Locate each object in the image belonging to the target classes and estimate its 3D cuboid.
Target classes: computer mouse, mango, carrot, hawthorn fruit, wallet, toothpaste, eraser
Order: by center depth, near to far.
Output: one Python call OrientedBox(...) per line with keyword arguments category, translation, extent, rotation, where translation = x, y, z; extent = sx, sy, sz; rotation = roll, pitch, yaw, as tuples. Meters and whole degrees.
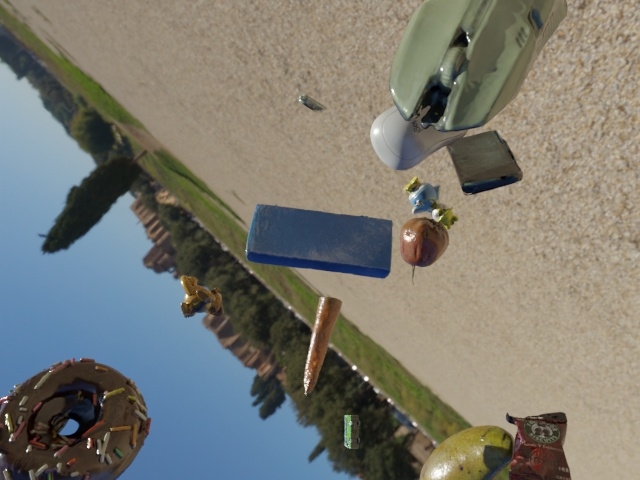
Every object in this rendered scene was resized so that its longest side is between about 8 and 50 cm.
OrientedBox(category="computer mouse", translation=(0.272, -0.373, 0.946), extent=(0.228, 0.429, 0.145), rotation=(25, 163, 22))
OrientedBox(category="eraser", translation=(0.000, 0.000, 1.231), extent=(0.311, 0.144, 0.043), rotation=(7, 143, 1))
OrientedBox(category="carrot", translation=(-0.003, 0.241, 1.278), extent=(0.057, 0.224, 0.057), rotation=(14, 163, 4))
OrientedBox(category="computer mouse", translation=(0.273, -0.315, 1.499), extent=(0.184, 0.296, 0.121), rotation=(60, 171, 2))
OrientedBox(category="mango", translation=(0.404, 0.623, 1.564), extent=(0.175, 0.329, 0.176), rotation=(12, -151, -37))
OrientedBox(category="hawthorn fruit", translation=(0.280, 0.015, 1.612), extent=(0.149, 0.189, 0.149), rotation=(40, -177, -2))
OrientedBox(category="wallet", translation=(0.467, -0.232, 1.623), extent=(0.318, 0.172, 0.045), rotation=(-87, -20, -58))
OrientedBox(category="toothpaste", translation=(-0.035, -0.508, 2.085), extent=(0.197, 0.057, 0.035), rotation=(2, -101, -69))

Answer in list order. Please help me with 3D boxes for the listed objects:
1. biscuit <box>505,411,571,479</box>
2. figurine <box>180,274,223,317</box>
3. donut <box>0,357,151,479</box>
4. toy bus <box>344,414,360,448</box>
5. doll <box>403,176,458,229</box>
OrientedBox(category="biscuit", translation=(0.543, 0.519, 1.401), extent=(0.151, 0.235, 0.063), rotation=(6, 125, 13))
OrientedBox(category="figurine", translation=(-0.325, 0.149, 1.523), extent=(0.122, 0.121, 0.176), rotation=(53, -178, 19))
OrientedBox(category="donut", translation=(-0.430, 0.318, 0.959), extent=(0.269, 0.269, 0.103), rotation=(39, 144, 30))
OrientedBox(category="toy bus", translation=(0.082, 0.502, 1.475), extent=(0.031, 0.083, 0.037), rotation=(11, 162, -31))
OrientedBox(category="doll", translation=(0.435, -0.144, 2.196), extent=(0.241, 0.135, 0.099), rotation=(43, 154, 3))
